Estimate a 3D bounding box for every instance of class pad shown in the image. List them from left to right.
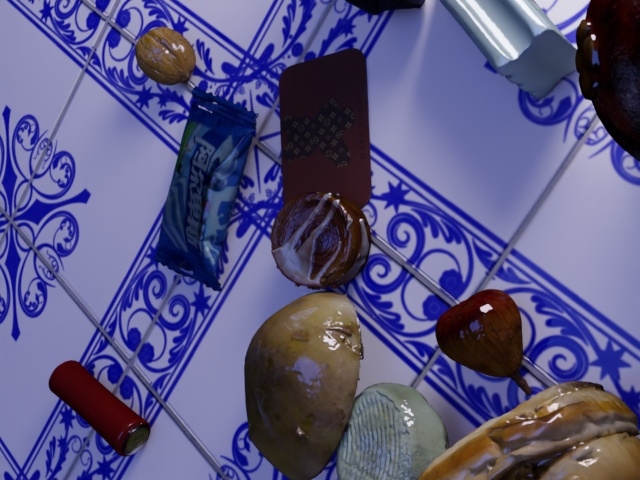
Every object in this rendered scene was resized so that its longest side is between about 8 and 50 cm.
[{"bbox_3d":[0.005,-0.176,1.376,0.181,0.004,0.267,-8,80,34],"label":"pad"}]

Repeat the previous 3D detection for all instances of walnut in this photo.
[{"bbox_3d":[-0.286,-0.339,1.541,0.124,0.105,0.105,48,112,17],"label":"walnut"}]

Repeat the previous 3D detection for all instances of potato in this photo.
[{"bbox_3d":[-0.046,0.213,1.257,0.239,0.116,0.299,19,95,56],"label":"potato"}]

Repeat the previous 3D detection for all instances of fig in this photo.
[{"bbox_3d":[0.239,0.130,1.139,0.119,0.153,0.119,-54,18,26],"label":"fig"}]

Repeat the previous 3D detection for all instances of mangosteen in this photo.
[{"bbox_3d":[0.461,-0.221,0.894,0.359,0.306,0.306,-9,79,11],"label":"mangosteen"}]

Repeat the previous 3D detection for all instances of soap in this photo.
[{"bbox_3d":[0.229,-0.329,1.138,0.087,0.159,0.265,-43,63,23],"label":"soap"}]

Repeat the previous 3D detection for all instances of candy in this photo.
[{"bbox_3d":[-0.202,-0.091,1.470,0.187,0.077,0.331,24,102,36],"label":"candy"}]

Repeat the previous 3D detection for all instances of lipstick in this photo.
[{"bbox_3d":[-0.423,0.316,1.580,0.241,0.080,0.080,30,102,33],"label":"lipstick"}]

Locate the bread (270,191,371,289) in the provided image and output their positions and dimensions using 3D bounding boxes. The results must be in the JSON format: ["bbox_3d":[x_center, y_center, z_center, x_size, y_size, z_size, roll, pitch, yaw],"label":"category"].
[{"bbox_3d":[0.000,0.000,1.317,0.160,0.073,0.161,0,89,30],"label":"bread"}]

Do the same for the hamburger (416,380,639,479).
[{"bbox_3d":[0.253,0.301,0.981,0.304,0.284,0.174,-42,63,21],"label":"hamburger"}]

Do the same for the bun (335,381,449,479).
[{"bbox_3d":[0.110,0.300,1.179,0.195,0.118,0.195,-18,68,52],"label":"bun"}]

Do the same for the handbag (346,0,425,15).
[{"bbox_3d":[0.062,-0.516,1.207,0.118,0.269,0.326,3,87,37],"label":"handbag"}]
